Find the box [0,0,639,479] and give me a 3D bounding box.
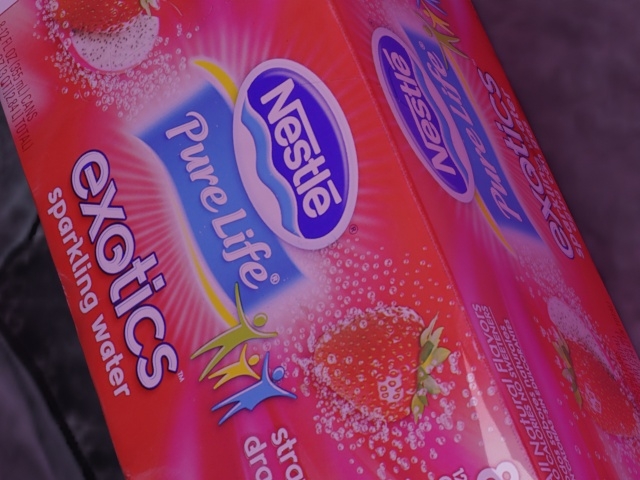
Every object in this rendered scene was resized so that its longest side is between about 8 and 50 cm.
[{"bbox_3d":[0.000,0.000,0.574,0.128,0.122,0.257,-32,64,24],"label":"box"}]
